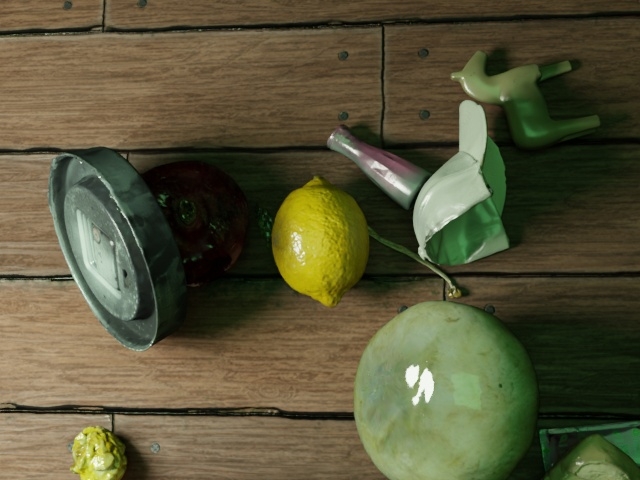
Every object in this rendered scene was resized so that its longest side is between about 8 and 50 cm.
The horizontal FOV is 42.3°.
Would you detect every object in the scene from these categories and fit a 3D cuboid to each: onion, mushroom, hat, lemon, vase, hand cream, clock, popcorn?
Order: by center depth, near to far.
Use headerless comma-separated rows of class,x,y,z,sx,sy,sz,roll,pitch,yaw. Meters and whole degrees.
mushroom,0.214,0.276,1.439,0.352,0.260,0.352,-11,75,46
clock,-0.373,0.014,1.511,0.076,0.386,0.386,-26,76,-33
hand cream,0.546,0.379,1.521,0.275,0.050,0.079,-8,53,9
hat,0.256,-0.113,1.557,0.168,0.258,0.302,-5,67,17
popcorn,-0.423,0.412,1.558,0.106,0.116,0.121,-44,78,14
lemon,0.000,0.000,1.565,0.188,0.188,0.257,-8,75,3
onion,-0.258,-0.040,1.578,0.252,0.219,0.252,0,83,-4
mushroom,0.162,0.022,1.631,0.286,0.028,0.026,39,127,11
vase,0.113,-0.152,1.640,0.214,0.086,0.086,36,84,15

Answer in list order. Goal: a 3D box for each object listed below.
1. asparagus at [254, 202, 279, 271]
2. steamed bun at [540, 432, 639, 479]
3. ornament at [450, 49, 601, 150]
asparagus,-0.094,-0.002,1.651,0.036,0.030,0.165,-28,79,24
steamed bun,0.482,0.419,1.459,0.231,0.213,0.110,4,37,3
ornament,0.400,-0.288,1.647,0.244,0.061,0.230,-15,77,-1
